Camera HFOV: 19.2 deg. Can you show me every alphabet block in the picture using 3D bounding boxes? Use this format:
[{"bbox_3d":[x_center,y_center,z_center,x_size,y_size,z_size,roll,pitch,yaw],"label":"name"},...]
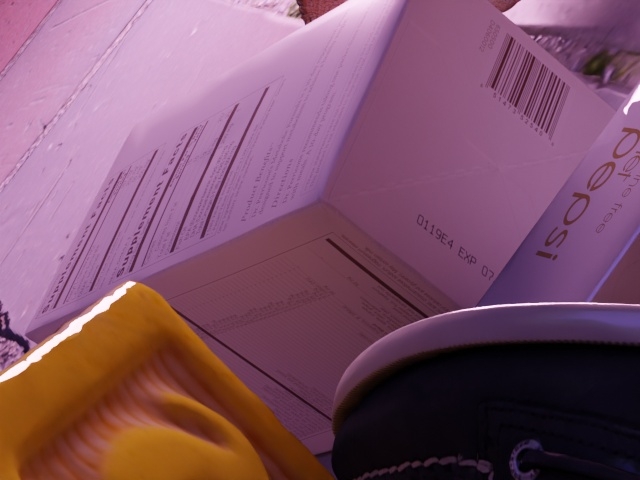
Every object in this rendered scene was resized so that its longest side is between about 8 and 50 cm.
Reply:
[{"bbox_3d":[-0.089,0.161,0.626,0.197,0.193,0.192,-44,1,21],"label":"alphabet block"}]

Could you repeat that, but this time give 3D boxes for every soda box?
[{"bbox_3d":[0.142,-0.016,0.680,0.216,0.074,0.069,-53,22,-6],"label":"soda box"}]

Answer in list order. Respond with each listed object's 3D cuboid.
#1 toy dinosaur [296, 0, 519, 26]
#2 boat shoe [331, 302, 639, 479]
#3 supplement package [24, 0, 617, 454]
[{"bbox_3d":[0.082,-0.187,1.025,0.295,0.127,0.200,-50,14,-14],"label":"toy dinosaur"},{"bbox_3d":[0.109,0.087,0.512,0.340,0.127,0.113,-7,60,48],"label":"boat shoe"},{"bbox_3d":[0.000,0.000,0.848,0.244,0.139,0.134,-22,37,51],"label":"supplement package"}]
